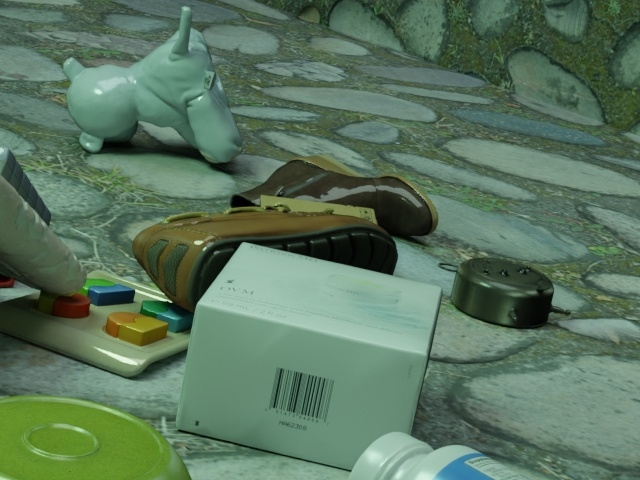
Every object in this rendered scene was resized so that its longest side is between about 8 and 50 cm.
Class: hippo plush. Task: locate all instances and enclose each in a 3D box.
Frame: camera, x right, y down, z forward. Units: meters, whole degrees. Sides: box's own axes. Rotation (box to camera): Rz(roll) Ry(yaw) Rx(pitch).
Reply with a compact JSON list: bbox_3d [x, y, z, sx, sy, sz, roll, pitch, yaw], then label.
[{"bbox_3d":[-0.266,-0.202,2.396,0.236,0.234,0.294,-20,3,0],"label":"hippo plush"}]

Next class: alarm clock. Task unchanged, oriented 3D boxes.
[{"bbox_3d":[0.225,0.058,2.006,0.129,0.064,0.192,-4,19,-41],"label":"alarm clock"}]

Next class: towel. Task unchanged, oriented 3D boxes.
[{"bbox_3d":[-0.427,-0.048,1.540,0.317,0.053,0.332,13,-18,17],"label":"towel"}]

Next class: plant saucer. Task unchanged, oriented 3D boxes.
[{"bbox_3d":[-0.225,0.187,1.324,0.241,0.037,0.241,11,17,-3],"label":"plant saucer"}]

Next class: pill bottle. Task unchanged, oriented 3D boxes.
[{"bbox_3d":[0.128,0.239,1.226,0.221,0.124,0.124,23,21,39],"label":"pill bottle"}]

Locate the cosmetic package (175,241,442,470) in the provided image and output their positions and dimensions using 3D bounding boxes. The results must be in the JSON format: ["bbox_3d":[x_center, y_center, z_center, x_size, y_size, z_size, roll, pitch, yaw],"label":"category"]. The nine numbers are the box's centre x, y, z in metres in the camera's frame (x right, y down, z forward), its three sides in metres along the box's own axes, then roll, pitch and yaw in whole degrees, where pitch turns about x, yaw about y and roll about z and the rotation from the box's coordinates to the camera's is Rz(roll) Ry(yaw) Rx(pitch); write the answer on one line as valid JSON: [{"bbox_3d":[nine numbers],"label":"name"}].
[{"bbox_3d":[-0.004,0.113,1.540,0.224,0.138,0.224,12,15,5],"label":"cosmetic package"}]

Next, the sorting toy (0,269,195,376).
[{"bbox_3d":[-0.226,0.080,1.674,0.193,0.038,0.208,17,18,20],"label":"sorting toy"}]

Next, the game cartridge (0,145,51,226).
[{"bbox_3d":[-0.510,-0.086,1.808,0.355,0.068,0.230,12,-14,7],"label":"game cartridge"}]

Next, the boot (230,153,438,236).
[{"bbox_3d":[0.021,-0.039,2.207,0.248,0.090,0.207,26,36,29],"label":"boot"}]

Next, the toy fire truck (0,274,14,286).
[{"bbox_3d":[-0.453,0.006,1.756,0.192,0.047,0.135,4,18,-24],"label":"toy fire truck"}]

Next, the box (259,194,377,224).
[{"bbox_3d":[0.000,0.000,2.054,0.164,0.021,0.201,7,28,-7],"label":"box"}]

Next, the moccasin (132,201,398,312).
[{"bbox_3d":[-0.055,0.023,1.805,0.380,0.139,0.147,-6,27,-44],"label":"moccasin"}]
